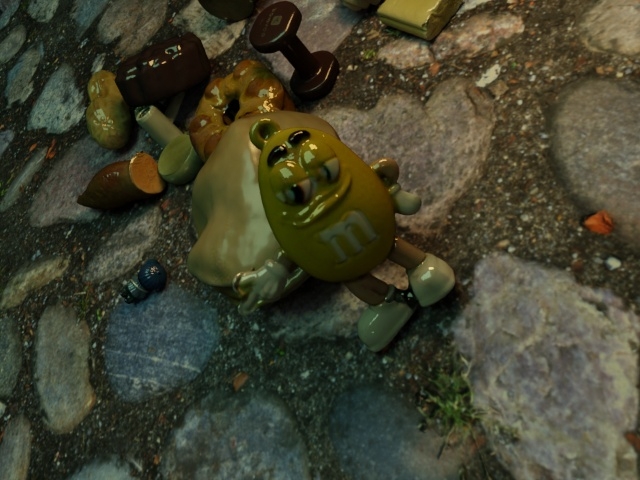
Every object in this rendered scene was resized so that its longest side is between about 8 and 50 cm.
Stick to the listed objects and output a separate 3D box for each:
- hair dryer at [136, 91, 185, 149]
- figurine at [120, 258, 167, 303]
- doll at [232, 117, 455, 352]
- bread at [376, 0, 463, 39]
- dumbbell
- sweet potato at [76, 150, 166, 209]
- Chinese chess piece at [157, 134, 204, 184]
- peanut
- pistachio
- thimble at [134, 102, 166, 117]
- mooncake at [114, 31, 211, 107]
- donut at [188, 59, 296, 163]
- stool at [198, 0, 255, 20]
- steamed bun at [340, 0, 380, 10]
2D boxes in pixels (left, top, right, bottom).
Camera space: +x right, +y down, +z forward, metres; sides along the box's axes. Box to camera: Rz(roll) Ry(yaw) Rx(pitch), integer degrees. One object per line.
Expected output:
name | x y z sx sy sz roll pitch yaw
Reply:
hair dryer | -0.440 -0.379 1.943 0.073 0.131 0.236 -19 40 31
figurine | -0.446 0.105 1.667 0.136 0.079 0.077 -36 89 8
doll | 0.036 0.005 1.173 0.161 0.424 0.347 -142 70 -77
bread | 0.230 -0.551 1.569 0.139 0.060 0.178 -52 45 -1
dumbbell | -0.061 -0.456 1.615 0.124 0.225 0.140 6 68 36
sweet potato | -0.598 -0.151 1.902 0.337 0.131 0.131 -14 56 30
Chinese chess piece | -0.380 -0.221 1.831 0.144 0.058 0.144 -21 52 28
peanut | -0.665 -0.413 2.104 0.147 0.147 0.305 -28 49 21
pistachio | -0.113 -0.076 1.380 0.366 0.281 0.445 -1 61 38
thimble | -0.518 -0.385 2.034 0.085 0.062 0.109 -29 49 21
mooncake | -0.458 -0.495 1.928 0.283 0.141 0.283 -20 25 9
donut | -0.195 -0.295 1.671 0.299 0.150 0.317 -10 59 33
stool | -0.261 -0.827 2.032 0.179 0.179 0.264 -7 60 34
steamed bun | 0.112 -0.664 1.699 0.183 0.106 0.182 -19 56 31
